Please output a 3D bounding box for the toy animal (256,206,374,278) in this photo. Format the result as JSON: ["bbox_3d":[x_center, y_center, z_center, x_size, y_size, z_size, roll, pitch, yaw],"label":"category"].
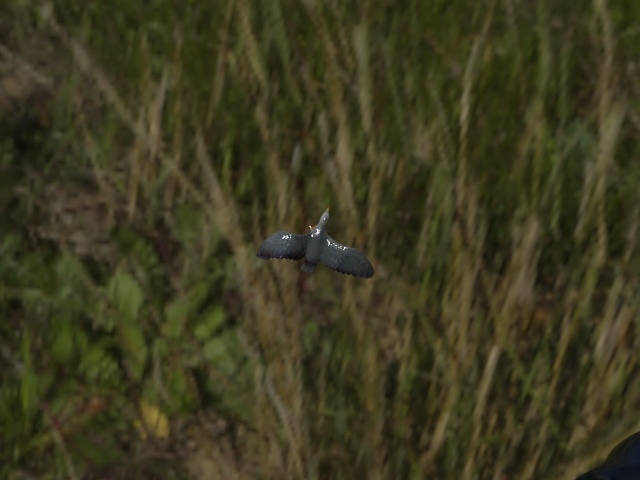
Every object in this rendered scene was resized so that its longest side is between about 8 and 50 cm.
[{"bbox_3d":[0.000,0.000,1.191,0.084,0.050,0.028,9,6,-4],"label":"toy animal"}]

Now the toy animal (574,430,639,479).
[{"bbox_3d":[0.213,0.145,0.673,0.270,0.137,0.082,11,46,8],"label":"toy animal"}]
